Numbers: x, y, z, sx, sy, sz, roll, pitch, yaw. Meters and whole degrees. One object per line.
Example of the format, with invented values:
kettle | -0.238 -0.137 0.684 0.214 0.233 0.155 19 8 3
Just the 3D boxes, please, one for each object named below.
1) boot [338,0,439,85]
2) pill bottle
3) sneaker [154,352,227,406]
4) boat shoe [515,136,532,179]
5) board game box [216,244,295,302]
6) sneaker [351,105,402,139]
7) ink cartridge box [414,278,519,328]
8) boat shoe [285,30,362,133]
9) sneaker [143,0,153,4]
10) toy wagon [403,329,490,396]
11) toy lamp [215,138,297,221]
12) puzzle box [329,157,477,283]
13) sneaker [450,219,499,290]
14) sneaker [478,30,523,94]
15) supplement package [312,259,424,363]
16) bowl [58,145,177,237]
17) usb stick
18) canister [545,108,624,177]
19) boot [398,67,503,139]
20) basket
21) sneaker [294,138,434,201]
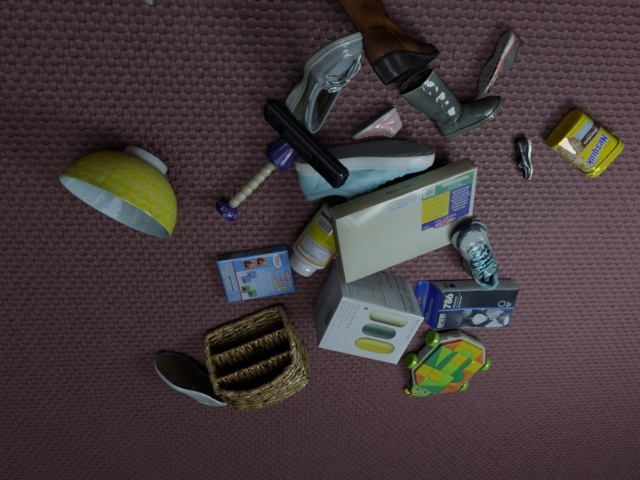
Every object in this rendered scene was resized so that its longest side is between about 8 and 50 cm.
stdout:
boot | 0.139 -0.505 1.128 0.096 0.264 0.280 -27 97 49
pill bottle | 0.000 0.000 1.423 0.117 0.117 0.215 28 115 -21
sneaker | -0.443 0.487 1.680 0.290 0.106 0.123 35 140 -11
boat shoe | 0.569 -0.227 1.390 0.038 0.046 0.125 -13 119 2
board game box | -0.193 0.103 1.510 0.212 0.039 0.160 -8 122 0
sneaker | 0.154 -0.288 1.304 0.134 0.051 0.070 -31 114 8
ink cartridge box | 0.471 0.211 1.636 0.333 0.065 0.165 -1 122 -4
boat shoe | 0.016 -0.352 1.119 0.118 0.320 0.103 -33 91 -29
sneaker | -0.320 -0.615 1.040 0.262 0.099 0.121 -34 126 23
toy wagon | 0.433 0.466 1.782 0.267 0.068 0.344 27 114 -20
toy lamp | -0.169 -0.164 1.328 0.080 0.080 0.275 38 110 -25
puzzle box | 0.235 -0.048 1.372 0.409 0.052 0.272 -20 137 -8
sneaker | 0.477 0.048 1.462 0.110 0.122 0.283 -32 137 7
sneaker | 0.459 -0.437 1.245 0.065 0.061 0.157 13 120 -21
supplement package | 0.138 0.220 1.523 0.263 0.198 0.199 16 118 -15
bowl | -0.475 -0.143 1.243 0.289 0.289 0.156 31 71 -22
usb stick | -0.038 -0.238 1.228 0.045 0.077 0.278 -40 79 -23
canister | 0.727 -0.268 1.367 0.170 0.073 0.126 27 114 -19
boot | 0.328 -0.359 1.239 0.190 0.076 0.208 -30 127 27
basket | -0.207 0.386 1.578 0.299 0.213 0.223 -21 122 6
sneaker | 0.120 -0.177 1.329 0.366 0.135 0.150 -3 123 9
